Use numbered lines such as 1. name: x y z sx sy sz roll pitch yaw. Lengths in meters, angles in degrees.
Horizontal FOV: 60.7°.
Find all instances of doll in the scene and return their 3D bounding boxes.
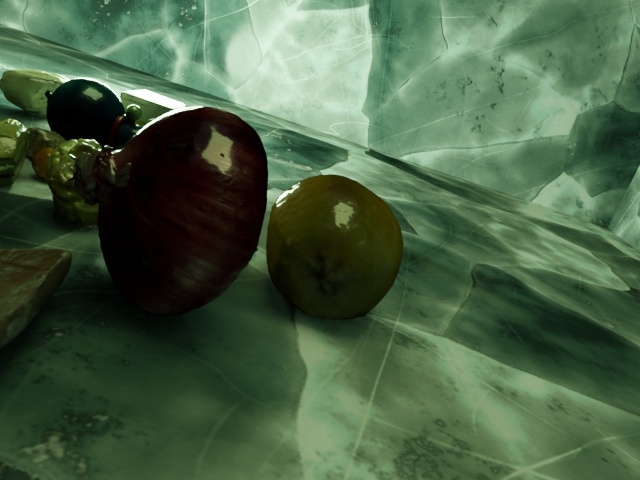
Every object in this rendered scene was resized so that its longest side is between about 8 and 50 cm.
1. doll: -0.588 -0.313 1.466 0.322 0.198 0.186 26 31 -5

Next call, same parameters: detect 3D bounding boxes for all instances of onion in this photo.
1. onion: -0.246 -0.063 0.853 0.285 0.347 0.347 21 14 -37

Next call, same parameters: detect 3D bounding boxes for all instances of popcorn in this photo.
1. popcorn: -0.472 -0.110 1.077 0.173 0.173 0.142 30 27 31

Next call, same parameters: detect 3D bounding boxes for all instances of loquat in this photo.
1. loquat: 0.024 0.009 1.057 0.276 0.276 0.284 17 22 -4

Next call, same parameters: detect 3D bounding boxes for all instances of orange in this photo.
1. orange: -0.611 -0.171 1.239 0.083 0.070 0.083 27 11 -5

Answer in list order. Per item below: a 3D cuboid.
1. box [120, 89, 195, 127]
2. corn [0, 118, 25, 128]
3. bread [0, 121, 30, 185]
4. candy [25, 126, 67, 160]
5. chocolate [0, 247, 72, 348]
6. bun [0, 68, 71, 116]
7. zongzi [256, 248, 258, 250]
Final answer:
1. box: -0.436 -0.322 1.651 0.333 0.173 0.145 20 21 6
2. corn: -0.759 -0.239 1.294 0.072 0.072 0.203 13 22 -16
3. bread: -0.658 -0.178 1.140 0.064 0.117 0.156 13 20 -21
4. candy: -0.681 -0.234 1.348 0.095 0.085 0.110 32 11 12
5. chocolate: -0.427 0.088 0.687 0.157 0.080 0.254 1 20 -5
6. bun: -0.864 -0.449 1.672 0.220 0.134 0.220 12 18 -4
7. zongzi: -0.220 0.009 1.166 0.154 0.062 0.130 5 -3 8
